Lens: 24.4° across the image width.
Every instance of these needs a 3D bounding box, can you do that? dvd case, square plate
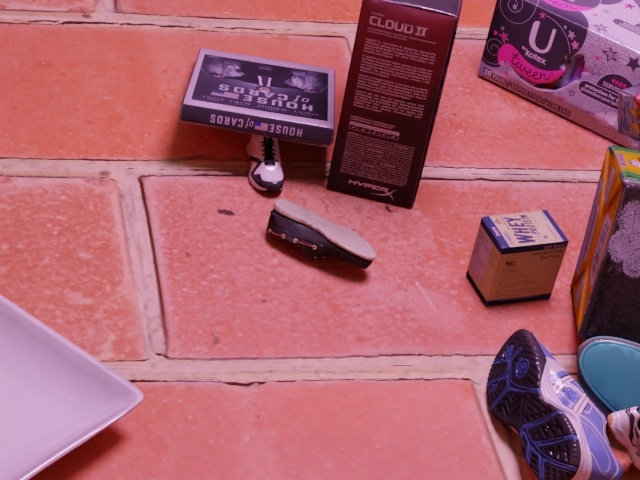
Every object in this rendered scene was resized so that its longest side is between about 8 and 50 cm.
[{"bbox_3d":[-0.071,-0.177,1.802,0.179,0.030,0.239,9,22,-3],"label":"dvd case"},{"bbox_3d":[-0.398,0.151,1.334,0.344,0.049,0.347,31,42,23],"label":"square plate"}]

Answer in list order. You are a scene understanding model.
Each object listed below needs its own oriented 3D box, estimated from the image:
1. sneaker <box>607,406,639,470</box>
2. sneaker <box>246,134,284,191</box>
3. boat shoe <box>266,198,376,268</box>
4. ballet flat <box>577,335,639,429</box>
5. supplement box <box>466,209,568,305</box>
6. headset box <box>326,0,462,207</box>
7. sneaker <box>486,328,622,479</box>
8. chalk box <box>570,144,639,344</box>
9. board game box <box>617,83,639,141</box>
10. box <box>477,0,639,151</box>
[{"bbox_3d":[0.311,0.193,1.429,0.037,0.083,0.032,-28,33,20],"label":"sneaker"},{"bbox_3d":[-0.065,-0.099,1.738,0.040,0.044,0.109,0,40,-17],"label":"sneaker"},{"bbox_3d":[0.001,0.000,1.632,0.133,0.042,0.049,26,20,19],"label":"boat shoe"},{"bbox_3d":[0.366,0.173,1.476,0.247,0.083,0.087,26,-1,13],"label":"ballet flat"},{"bbox_3d":[0.214,0.019,1.622,0.083,0.083,0.056,-6,41,-21],"label":"supplement box"},{"bbox_3d":[0.097,-0.224,1.733,0.110,0.293,0.218,13,38,3],"label":"headset box"},{"bbox_3d":[0.227,0.170,1.455,0.081,0.080,0.211,22,29,-28],"label":"sneaker"},{"bbox_3d":[0.425,0.030,1.547,0.288,0.180,0.179,14,16,2],"label":"chalk box"},{"bbox_3d":[0.432,-0.133,1.609,0.194,0.060,0.194,-12,36,-4],"label":"board game box"},{"bbox_3d":[0.361,-0.253,1.958,0.247,0.142,0.163,29,41,23],"label":"box"}]
